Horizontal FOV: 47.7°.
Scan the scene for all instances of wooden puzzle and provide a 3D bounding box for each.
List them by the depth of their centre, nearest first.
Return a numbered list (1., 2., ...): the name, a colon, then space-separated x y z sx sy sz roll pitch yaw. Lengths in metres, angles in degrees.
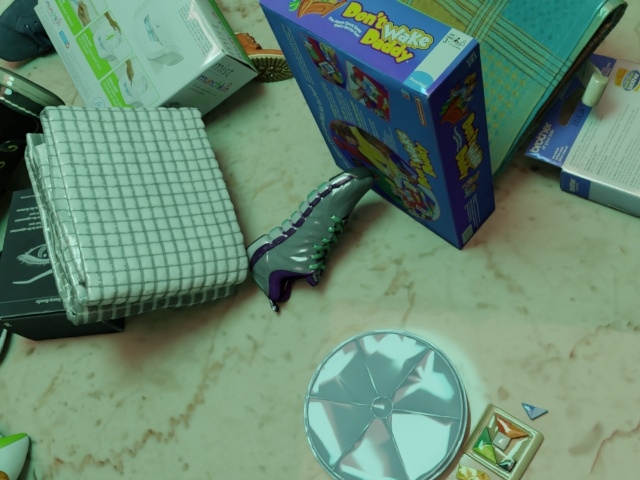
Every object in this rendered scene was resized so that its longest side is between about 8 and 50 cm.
1. wooden puzzle: 0.210 0.235 0.837 0.078 0.014 0.116 22 74 24

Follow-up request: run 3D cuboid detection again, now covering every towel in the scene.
1. towel: -0.250 -0.040 0.969 0.235 0.121 0.284 -8 66 -35
2. towel: 0.197 -0.292 0.975 0.271 0.040 0.370 -57 49 27

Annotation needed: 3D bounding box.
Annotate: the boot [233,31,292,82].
1. boot: -0.109 -0.300 1.157 0.157 0.059 0.085 6 63 20

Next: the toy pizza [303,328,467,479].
1. toy pizza: 0.078 0.207 0.880 0.201 0.032 0.201 -7 63 14

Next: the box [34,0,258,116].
1. box: -0.266 -0.305 1.098 0.231 0.127 0.262 -34 78 15

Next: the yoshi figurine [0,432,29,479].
1. yoshi figurine: -0.540 0.291 0.939 0.362 0.203 0.204 34 86 30

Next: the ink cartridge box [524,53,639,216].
1. ink cartridge box: 0.437 -0.114 0.904 0.311 0.065 0.186 25 75 23

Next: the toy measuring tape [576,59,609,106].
1. toy measuring tape: 0.270 -0.288 0.977 0.121 0.121 0.330 -19 45 8

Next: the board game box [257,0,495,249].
1. board game box: 0.084 -0.147 0.861 0.233 0.347 0.078 37 80 27

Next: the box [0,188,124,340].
1. box: -0.368 0.030 1.051 0.153 0.108 0.207 -6 65 14

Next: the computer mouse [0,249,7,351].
1. computer mouse: -0.493 0.094 1.084 0.106 0.042 0.193 -11 62 33

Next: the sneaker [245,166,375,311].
1. sneaker: 0.000 0.000 0.965 0.223 0.083 0.098 -39 70 21

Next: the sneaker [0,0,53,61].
1. sneaker: -0.413 -0.392 1.253 0.350 0.131 0.148 -32 71 6

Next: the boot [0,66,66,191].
1. boot: -0.525 -0.098 1.081 0.377 0.138 0.284 0 66 52
